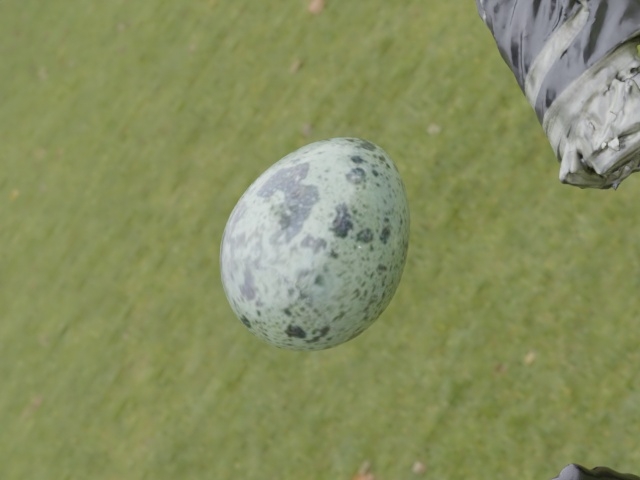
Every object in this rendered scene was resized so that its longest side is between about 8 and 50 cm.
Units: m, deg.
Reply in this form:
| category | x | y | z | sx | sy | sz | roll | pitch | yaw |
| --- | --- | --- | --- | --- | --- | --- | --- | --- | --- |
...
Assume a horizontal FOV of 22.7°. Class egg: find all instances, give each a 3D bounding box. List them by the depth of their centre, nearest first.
| category | x | y | z | sx | sy | sz | roll | pitch | yaw |
| --- | --- | --- | --- | --- | --- | --- | --- | --- | --- |
| egg | 0.000 | 0.000 | 1.162 | 0.132 | 0.132 | 0.172 | -19 | 37 | 59 |

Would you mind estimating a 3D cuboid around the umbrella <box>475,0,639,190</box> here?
| category | x | y | z | sx | sy | sz | roll | pitch | yaw |
| --- | --- | --- | --- | --- | --- | --- | --- | --- | --- |
| umbrella | 0.156 | -0.207 | 1.197 | 0.106 | 0.358 | 0.113 | -21 | -11 | -44 |

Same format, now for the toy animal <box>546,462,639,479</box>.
| category | x | y | z | sx | sy | sz | roll | pitch | yaw |
| --- | --- | --- | --- | --- | --- | --- | --- | --- | --- |
| toy animal | 0.190 | 0.159 | 0.631 | 0.218 | 0.179 | 0.116 | 8 | 37 | 22 |
